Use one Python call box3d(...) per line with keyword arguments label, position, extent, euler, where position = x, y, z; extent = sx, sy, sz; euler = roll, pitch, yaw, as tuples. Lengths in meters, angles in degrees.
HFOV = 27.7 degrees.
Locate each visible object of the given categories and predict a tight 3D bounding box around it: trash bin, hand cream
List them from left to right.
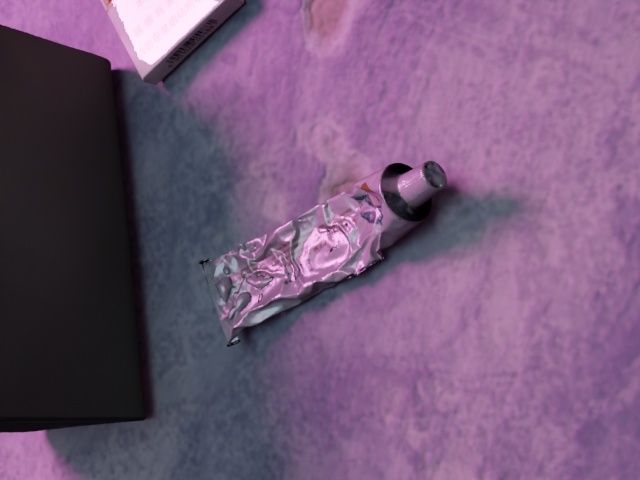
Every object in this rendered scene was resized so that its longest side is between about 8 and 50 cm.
box3d(label="trash bin", position=(-0.279, -0.003, 1.153), extent=(0.158, 0.223, 0.343), euler=(-8, 79, 33))
box3d(label="hand cream", position=(0.003, 0.000, 1.064), extent=(0.257, 0.050, 0.084), euler=(-32, 67, 34))

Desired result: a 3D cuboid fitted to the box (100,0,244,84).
box3d(label="box", position=(-0.164, -0.267, 1.204), extent=(0.122, 0.032, 0.220), euler=(-40, 66, 25))
